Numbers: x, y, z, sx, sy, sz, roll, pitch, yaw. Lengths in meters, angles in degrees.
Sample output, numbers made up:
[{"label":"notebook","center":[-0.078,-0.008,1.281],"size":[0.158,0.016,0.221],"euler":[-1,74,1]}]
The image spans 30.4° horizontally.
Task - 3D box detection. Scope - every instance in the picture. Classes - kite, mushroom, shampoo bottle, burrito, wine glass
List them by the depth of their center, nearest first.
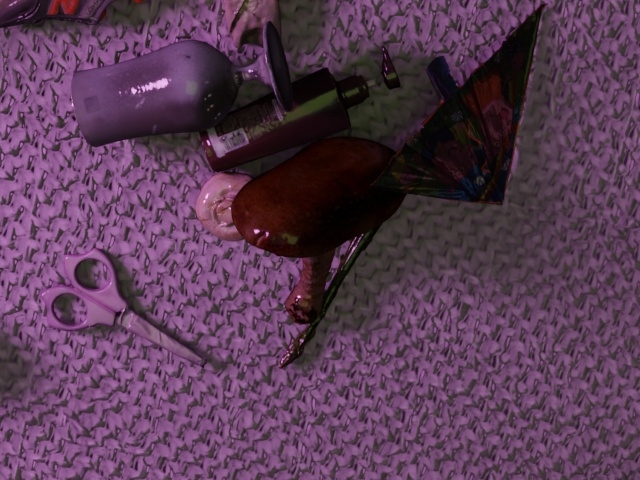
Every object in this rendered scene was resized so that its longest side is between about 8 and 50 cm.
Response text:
[{"label":"burrito","center":[-0.094,-0.344,1.299],"size":[0.082,0.059,0.275],"euler":[-10,105,-6]},{"label":"wine glass","center":[-0.154,-0.169,1.300],"size":[0.231,0.103,0.103],"euler":[-10,104,10]},{"label":"shampoo bottle","center":[-0.023,-0.149,1.350],"size":[0.236,0.067,0.068],"euler":[-21,115,1]},{"label":"kite","center":[0.180,-0.125,1.351],"size":[0.321,0.016,0.234],"euler":[-45,129,-18]},{"label":"mushroom","center":[0.000,0.000,1.365],"size":[0.227,0.148,0.217],"euler":[-26,138,-27]},{"label":"mushroom","center":[-0.103,-0.039,1.369],"size":[0.084,0.067,0.083],"euler":[1,107,2]}]

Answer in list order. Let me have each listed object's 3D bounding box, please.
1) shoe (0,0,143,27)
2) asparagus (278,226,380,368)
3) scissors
[{"label":"shoe","center":[-0.280,-0.267,1.301],"size":[0.194,0.074,0.077],"euler":[-25,109,0]},{"label":"asparagus","center":[0.013,0.060,1.425],"size":[0.023,0.022,0.232],"euler":[27,100,-25]},{"label":"scissors","center":[-0.229,0.095,1.416],"size":[0.212,0.021,0.110],"euler":[31,96,-10]}]
